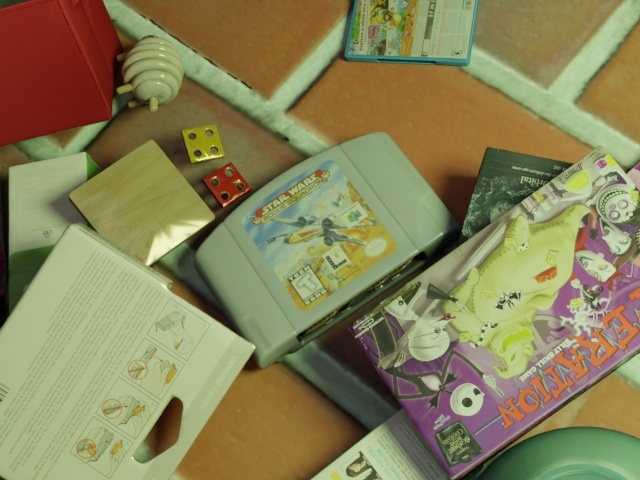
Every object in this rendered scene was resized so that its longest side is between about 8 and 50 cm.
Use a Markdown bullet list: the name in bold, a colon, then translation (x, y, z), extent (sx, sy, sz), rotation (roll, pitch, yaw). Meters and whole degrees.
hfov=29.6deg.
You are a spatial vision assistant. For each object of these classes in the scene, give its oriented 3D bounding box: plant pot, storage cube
- **plant pot**: translation (0.264, 0.310, 1.206), extent (0.290, 0.195, 0.290), rotation (-5, 65, 11)
- **storage cube**: translation (-0.386, -0.262, 1.587), extent (0.215, 0.193, 0.183), rotation (-14, 39, 7)

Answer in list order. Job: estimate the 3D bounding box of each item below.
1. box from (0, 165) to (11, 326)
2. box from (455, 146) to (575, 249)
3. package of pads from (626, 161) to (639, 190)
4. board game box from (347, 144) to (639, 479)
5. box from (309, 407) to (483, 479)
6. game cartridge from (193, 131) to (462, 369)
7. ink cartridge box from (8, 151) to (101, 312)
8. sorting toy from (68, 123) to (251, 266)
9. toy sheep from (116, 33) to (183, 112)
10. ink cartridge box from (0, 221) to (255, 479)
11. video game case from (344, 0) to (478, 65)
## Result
- **box**: translation (-0.503, -0.008, 1.557), extent (0.163, 0.142, 0.247), rotation (-15, 64, 7)
- **box**: translation (0.251, -0.009, 1.411), extent (0.156, 0.093, 0.158), rotation (13, 71, 18)
- **package of pads**: translation (0.402, -0.079, 1.441), extent (0.083, 0.032, 0.050), rotation (-41, 65, -7)
- **board game box**: translation (0.226, 0.077, 1.310), extent (0.347, 0.056, 0.208), rotation (-36, 72, 1)
- **box**: translation (0.055, 0.283, 1.341), extent (0.244, 0.060, 0.100), rotation (-37, 64, -5)
- **game cartridge**: translation (0.000, 0.000, 1.488), extent (0.297, 0.062, 0.198), rotation (-34, 67, -4)
- **ink cartridge box**: translation (-0.340, -0.002, 1.561), extent (0.109, 0.062, 0.209), rotation (-10, 65, 8)
- **sorting toy**: translation (-0.220, -0.041, 1.533), extent (0.274, 0.046, 0.132), rotation (-37, 84, -22)
- **toy sheep**: translation (-0.226, -0.222, 1.623), extent (0.091, 0.091, 0.132), rotation (-12, 60, 8)
- **ink cartridge box**: translation (-0.261, 0.170, 1.426), extent (0.261, 0.066, 0.296), rotation (34, 92, -2)
- **video game case**: translation (0.122, -0.289, 1.610), extent (0.166, 0.015, 0.119), rotation (5, 68, 15)
